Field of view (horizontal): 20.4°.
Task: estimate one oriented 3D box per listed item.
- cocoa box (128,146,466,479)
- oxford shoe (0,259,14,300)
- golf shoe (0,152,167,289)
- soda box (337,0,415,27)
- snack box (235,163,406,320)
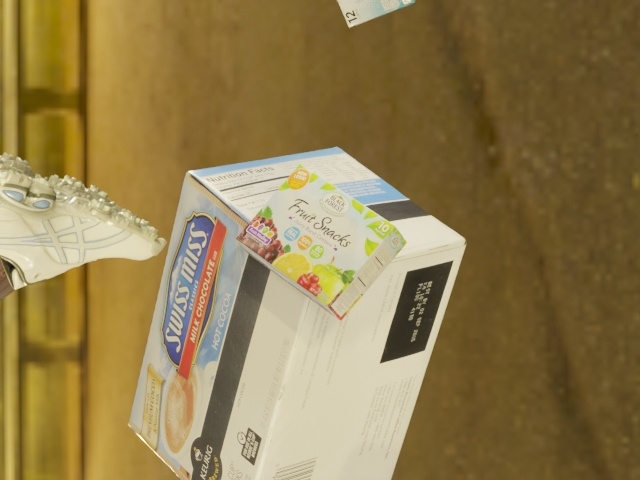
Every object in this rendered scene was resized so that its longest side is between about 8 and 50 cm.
[{"bbox_3d":[-0.033,0.106,1.958,0.228,0.231,0.347,39,126,36],"label":"cocoa box"},{"bbox_3d":[-0.359,0.106,1.624,0.271,0.098,0.097,-54,10,16],"label":"oxford shoe"},{"bbox_3d":[-0.191,-0.003,1.263,0.069,0.176,0.086,33,99,46],"label":"golf shoe"},{"bbox_3d":[0.015,-0.261,1.374,0.063,0.058,0.183,-83,-30,-63],"label":"soda box"},{"bbox_3d":[0.000,0.000,1.702,0.141,0.100,0.037,34,169,39],"label":"snack box"}]
